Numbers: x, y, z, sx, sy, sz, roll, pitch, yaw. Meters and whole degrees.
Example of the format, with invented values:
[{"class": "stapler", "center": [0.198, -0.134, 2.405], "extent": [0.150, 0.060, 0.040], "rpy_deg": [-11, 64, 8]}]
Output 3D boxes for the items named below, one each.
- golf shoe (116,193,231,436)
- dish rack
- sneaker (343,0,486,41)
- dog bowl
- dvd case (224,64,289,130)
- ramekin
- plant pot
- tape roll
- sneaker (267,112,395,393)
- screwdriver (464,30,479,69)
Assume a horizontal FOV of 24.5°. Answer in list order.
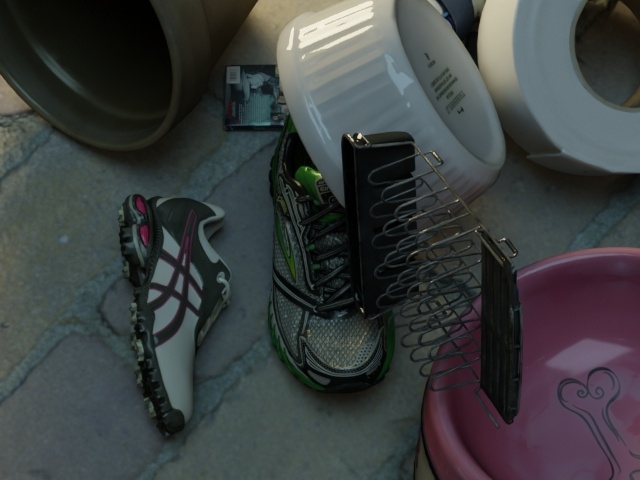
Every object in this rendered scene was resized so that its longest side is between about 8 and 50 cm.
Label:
[{"class": "golf shoe", "center": [-0.146, 0.069, 1.551], "extent": [0.120, 0.105, 0.273], "rpy_deg": [-4, 64, -11]}, {"class": "dish rack", "center": [0.103, 0.037, 1.339], "extent": [0.074, 0.208, 0.271], "rpy_deg": [-17, 38, -14]}, {"class": "sneaker", "center": [0.186, -0.273, 1.702], "extent": [0.322, 0.130, 0.236], "rpy_deg": [14, 59, 10]}, {"class": "dog bowl", "center": [0.280, 0.175, 1.402], "extent": [0.408, 0.150, 0.408], "rpy_deg": [-8, 45, 8]}, {"class": "dvd case", "center": [-0.052, -0.167, 1.719], "extent": [0.119, 0.013, 0.087], "rpy_deg": [-1, 63, -2]}, {"class": "ramekin", "center": [0.083, -0.139, 1.523], "extent": [0.127, 0.273, 0.273], "rpy_deg": [-29, 62, 24]}, {"class": "plant pot", "center": [-0.199, -0.304, 1.651], "extent": [0.323, 0.323, 0.280], "rpy_deg": [34, 50, 15]}, {"class": "tape roll", "center": [0.320, -0.211, 1.626], "extent": [0.286, 0.100, 0.286], "rpy_deg": [0, 92, -17]}, {"class": "sneaker", "center": [0.000, 0.000, 1.562], "extent": [0.134, 0.146, 0.344], "rpy_deg": [-8, 64, -4]}, {"class": "screwdriver", "center": [0.175, -0.174, 1.715], "extent": [0.024, 0.025, 0.170], "rpy_deg": [6, 58, 2]}]
